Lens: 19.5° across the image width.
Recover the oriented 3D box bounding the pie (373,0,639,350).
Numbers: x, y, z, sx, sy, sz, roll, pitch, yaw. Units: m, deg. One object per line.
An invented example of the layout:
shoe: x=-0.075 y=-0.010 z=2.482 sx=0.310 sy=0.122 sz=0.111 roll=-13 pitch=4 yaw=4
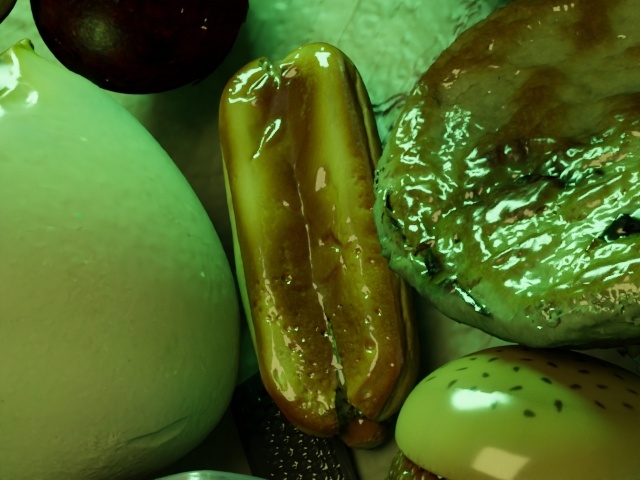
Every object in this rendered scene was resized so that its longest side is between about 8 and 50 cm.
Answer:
pie: x=0.159 y=-0.055 z=0.922 sx=0.302 sy=0.067 sz=0.302 roll=-21 pitch=34 yaw=15

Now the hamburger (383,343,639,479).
hamburger: x=0.099 y=0.119 z=0.868 sx=0.175 sy=0.175 sz=0.137 roll=13 pitch=106 yaw=39

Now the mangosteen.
mangosteen: x=-0.130 y=-0.176 z=1.166 sx=0.166 sy=0.180 sz=0.166 roll=-51 pitch=29 yaw=44

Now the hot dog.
hot dog: x=0.000 y=0.000 z=1.071 sx=0.100 sy=0.068 sz=0.250 roll=-18 pitch=62 yaw=16

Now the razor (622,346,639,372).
razor: x=0.159 y=0.007 z=0.978 sx=0.068 sy=0.040 sz=0.135 roll=-46 pitch=44 yaw=10

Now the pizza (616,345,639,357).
pizza: x=0.141 y=0.018 z=0.938 sx=0.100 sy=0.029 sz=0.099 roll=-40 pitch=42 yaw=17

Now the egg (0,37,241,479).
egg: x=-0.136 y=0.028 z=1.087 sx=0.286 sy=0.174 sz=0.264 roll=-98 pitch=14 yaw=-50

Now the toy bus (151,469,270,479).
toy bus: x=-0.091 y=0.210 z=0.993 sx=0.202 sy=0.142 sz=0.142 roll=-20 pitch=67 yaw=33

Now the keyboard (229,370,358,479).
keyboard: x=-0.002 y=0.152 z=1.041 sx=0.067 sy=0.011 sz=0.202 roll=-35 pitch=53 yaw=20
